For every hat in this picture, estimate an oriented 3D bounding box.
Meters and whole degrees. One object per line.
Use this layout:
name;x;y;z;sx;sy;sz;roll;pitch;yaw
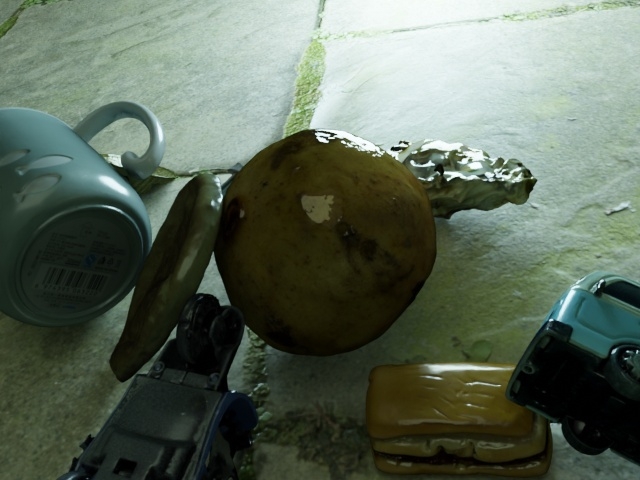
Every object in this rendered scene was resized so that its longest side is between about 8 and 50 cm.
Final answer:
hat;-0.336;-0.105;1.150;0.146;0.067;0.146;17;11;-3

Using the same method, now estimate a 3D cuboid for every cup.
cup;-0.370;-0.063;0.947;0.356;0.259;0.274;-45;52;-10

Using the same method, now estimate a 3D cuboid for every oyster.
oyster;0.158;-0.093;0.993;0.201;0.107;0.354;-19;26;-36

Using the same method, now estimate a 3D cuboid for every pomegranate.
pomegranate;0.000;0.000;0.788;0.281;0.281;0.281;-7;43;7

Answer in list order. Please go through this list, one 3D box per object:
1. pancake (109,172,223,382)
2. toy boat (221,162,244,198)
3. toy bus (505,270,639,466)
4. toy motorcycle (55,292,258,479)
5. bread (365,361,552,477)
pancake;-0.198;0.045;0.817;0.049;0.294;0.294;23;41;-18
toy boat;-0.162;-0.078;1.101;0.096;0.034;0.122;30;66;37
toy bus;0.342;0.140;0.624;0.271;0.133;0.165;26;47;16
toy motorcycle;-0.152;0.230;0.644;0.125;0.212;0.358;8;51;19
bread;0.148;0.192;0.700;0.200;0.077;0.116;-3;36;11
